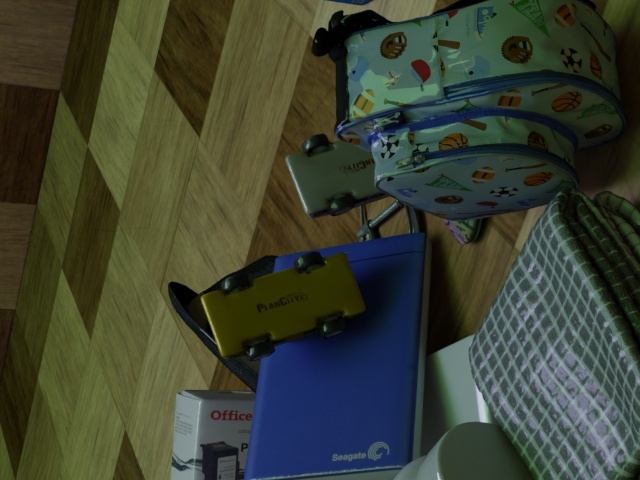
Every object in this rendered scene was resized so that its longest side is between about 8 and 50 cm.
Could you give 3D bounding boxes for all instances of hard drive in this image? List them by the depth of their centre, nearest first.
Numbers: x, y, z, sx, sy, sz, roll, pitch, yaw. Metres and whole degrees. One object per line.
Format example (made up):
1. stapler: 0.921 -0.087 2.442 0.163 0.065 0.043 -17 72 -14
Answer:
1. hard drive: 0.157 0.308 1.507 0.233 0.047 0.353 -36 55 57
2. hard drive: 0.025 0.145 1.575 0.210 0.040 0.318 -10 52 23

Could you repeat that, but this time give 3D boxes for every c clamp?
1. c clamp: 0.088 -0.018 1.725 0.161 0.022 0.137 -33 57 59

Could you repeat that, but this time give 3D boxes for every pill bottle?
1. pill bottle: 0.119 0.323 1.350 0.283 0.160 0.160 -59 37 40

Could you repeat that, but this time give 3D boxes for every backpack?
1. backpack: 0.169 -0.141 1.309 0.263 0.276 0.213 -21 72 30

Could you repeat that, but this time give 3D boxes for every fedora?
1. fedora: -0.052 0.122 1.793 0.152 0.334 0.334 -48 32 0

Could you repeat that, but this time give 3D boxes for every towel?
1. towel: 0.261 0.121 1.241 0.235 0.121 0.283 -66 32 36

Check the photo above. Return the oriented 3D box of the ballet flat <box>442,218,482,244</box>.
1. ballet flat: 0.158 -0.107 1.531 0.077 0.079 0.221 -153 70 -64

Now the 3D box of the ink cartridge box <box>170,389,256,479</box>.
1. ink cartridge box: -0.127 0.346 1.936 0.100 0.172 0.237 2 87 64

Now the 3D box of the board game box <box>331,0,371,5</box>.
1. board game box: -0.056 -0.495 1.768 0.086 0.308 0.302 166 107 -64

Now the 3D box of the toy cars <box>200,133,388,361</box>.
1. toy cars: 0.000 0.000 1.603 0.393 0.176 0.087 -60 1 -21
